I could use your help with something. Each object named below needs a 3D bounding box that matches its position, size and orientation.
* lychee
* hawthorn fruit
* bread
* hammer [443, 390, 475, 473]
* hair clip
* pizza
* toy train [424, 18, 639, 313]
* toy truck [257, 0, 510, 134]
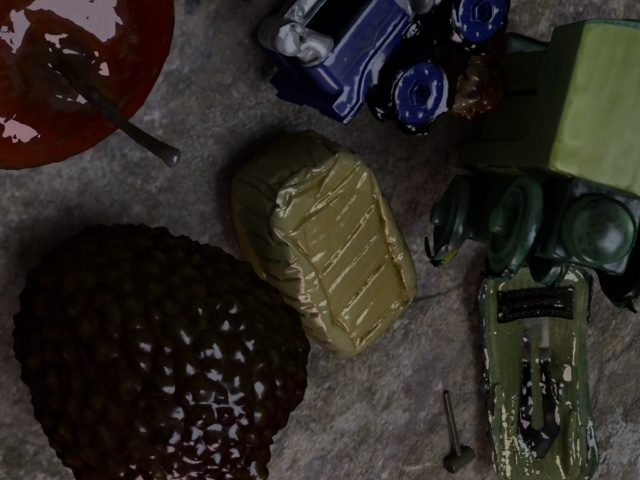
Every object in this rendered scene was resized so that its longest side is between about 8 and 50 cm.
[{"bbox_3d":[-0.134,0.106,1.280,0.236,0.236,0.271,-43,111,-19],"label":"lychee"},{"bbox_3d":[-0.215,-0.171,1.063,0.235,0.263,0.231,24,70,-21],"label":"hawthorn fruit"},{"bbox_3d":[0.000,0.000,1.429,0.140,0.106,0.236,-41,133,-18],"label":"bread"},{"bbox_3d":[0.154,0.219,1.750,0.035,0.019,0.110,-32,127,-28],"label":"hammer"},{"bbox_3d":[0.249,0.142,1.749,0.091,0.138,0.321,-79,165,-58],"label":"hair clip"},{"bbox_3d":[0.149,-0.166,1.442,0.193,0.053,0.201,-79,-177,-46],"label":"pizza"},{"bbox_3d":[0.224,-0.074,1.442,0.160,0.397,0.253,14,91,-10],"label":"toy train"},{"bbox_3d":[0.041,-0.209,1.330,0.213,0.161,0.177,-54,130,-9],"label":"toy truck"}]
